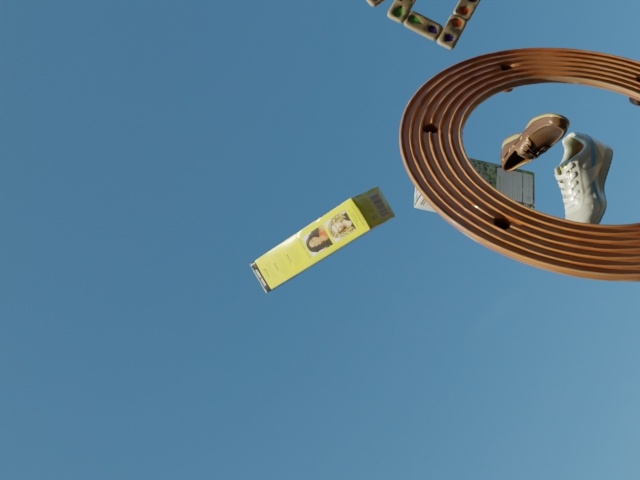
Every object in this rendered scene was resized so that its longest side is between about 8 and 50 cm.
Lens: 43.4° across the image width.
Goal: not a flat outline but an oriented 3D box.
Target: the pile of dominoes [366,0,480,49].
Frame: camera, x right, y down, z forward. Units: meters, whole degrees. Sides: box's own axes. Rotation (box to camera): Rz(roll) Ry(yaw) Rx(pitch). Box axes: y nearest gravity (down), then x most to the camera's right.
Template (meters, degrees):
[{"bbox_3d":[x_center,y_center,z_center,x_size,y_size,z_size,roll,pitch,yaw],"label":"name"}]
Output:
[{"bbox_3d":[0.176,-0.444,1.262,0.251,0.196,0.040,-62,-3,-19],"label":"pile of dominoes"}]

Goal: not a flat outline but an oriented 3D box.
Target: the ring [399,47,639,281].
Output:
[{"bbox_3d":[0.242,-0.081,0.754,0.337,0.336,0.032,-28,-39,-25],"label":"ring"}]

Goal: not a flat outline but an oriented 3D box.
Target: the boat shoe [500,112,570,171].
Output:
[{"bbox_3d":[0.388,-0.174,1.463,0.064,0.178,0.060,26,-113,-13],"label":"boat shoe"}]

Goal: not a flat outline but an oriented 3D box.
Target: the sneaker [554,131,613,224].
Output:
[{"bbox_3d":[0.495,-0.103,1.550,0.092,0.087,0.228,25,-119,-15],"label":"sneaker"}]

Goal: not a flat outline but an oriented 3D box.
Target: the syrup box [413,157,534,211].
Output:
[{"bbox_3d":[0.321,-0.106,1.688,0.237,0.093,0.096,11,-29,-6],"label":"syrup box"}]

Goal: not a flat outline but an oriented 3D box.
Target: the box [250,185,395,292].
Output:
[{"bbox_3d":[0.000,0.000,1.243,0.087,0.232,0.058,-27,-95,-55],"label":"box"}]
